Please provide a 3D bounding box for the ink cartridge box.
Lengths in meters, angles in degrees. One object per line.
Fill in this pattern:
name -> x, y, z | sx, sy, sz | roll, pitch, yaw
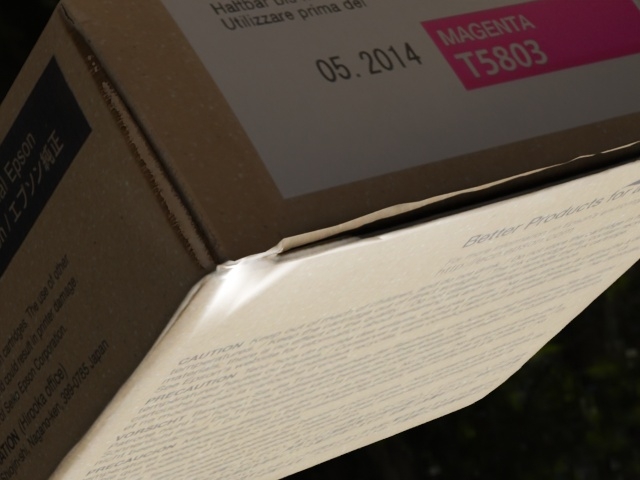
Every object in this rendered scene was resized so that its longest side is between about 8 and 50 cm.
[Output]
ink cartridge box -> 0.000, 0.000, 0.558 | 0.235, 0.193, 0.088 | -15, -114, -40
